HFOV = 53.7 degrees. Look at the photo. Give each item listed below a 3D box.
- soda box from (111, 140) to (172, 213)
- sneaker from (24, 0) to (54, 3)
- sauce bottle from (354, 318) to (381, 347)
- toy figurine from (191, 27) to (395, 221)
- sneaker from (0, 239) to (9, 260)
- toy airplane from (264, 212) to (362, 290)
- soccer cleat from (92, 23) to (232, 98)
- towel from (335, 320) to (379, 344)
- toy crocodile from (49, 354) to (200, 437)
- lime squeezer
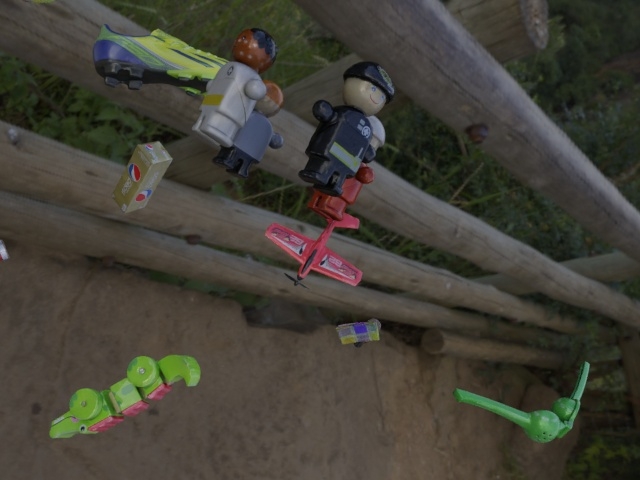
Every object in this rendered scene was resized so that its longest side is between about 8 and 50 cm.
[{"bbox_3d":[-0.406,-0.142,1.434,0.058,0.181,0.061,52,40,11],"label":"soda box"},{"bbox_3d":[-0.163,-0.145,0.300,0.094,0.209,0.081,41,51,-71],"label":"sneaker"},{"bbox_3d":[0.125,0.259,1.742,0.042,0.128,0.042,12,52,-16],"label":"sauce bottle"},{"bbox_3d":[-0.027,-0.136,0.738,0.213,0.210,0.148,69,46,-79],"label":"toy figurine"},{"bbox_3d":[-0.665,0.029,1.269,0.067,0.118,0.042,-23,101,-26],"label":"sneaker"},{"bbox_3d":[0.000,0.000,0.896,0.151,0.028,0.151,1,74,-4],"label":"toy airplane"},{"bbox_3d":[-0.260,-0.330,1.150,0.289,0.093,0.121,2,75,-23],"label":"soccer cleat"},{"bbox_3d":[0.076,0.190,1.291,0.009,0.083,0.060,-90,170,-48],"label":"towel"},{"bbox_3d":[-0.422,0.341,1.370,0.105,0.341,0.115,59,-4,19],"label":"toy crocodile"},{"bbox_3d":[0.353,0.263,0.999,0.311,0.110,0.058,-3,119,-31],"label":"lime squeezer"}]
